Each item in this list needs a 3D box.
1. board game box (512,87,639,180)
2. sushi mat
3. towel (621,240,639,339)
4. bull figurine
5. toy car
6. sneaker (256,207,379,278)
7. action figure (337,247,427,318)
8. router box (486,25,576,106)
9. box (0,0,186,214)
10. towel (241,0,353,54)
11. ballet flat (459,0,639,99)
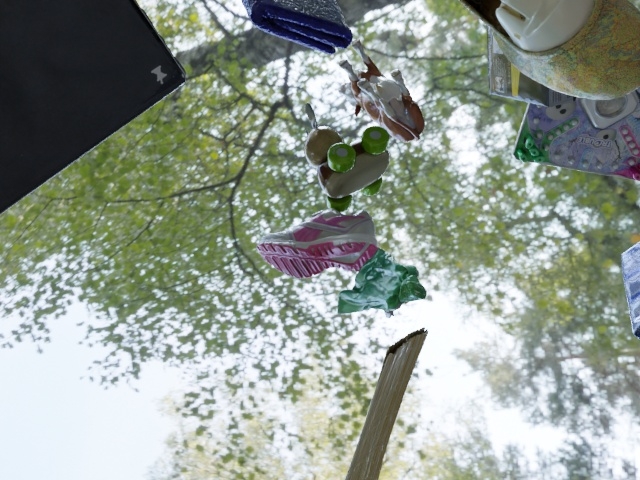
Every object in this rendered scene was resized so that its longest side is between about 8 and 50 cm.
[{"bbox_3d":[0.733,-0.346,1.670,0.390,0.389,0.050,9,-151,-2],"label":"board game box"},{"bbox_3d":[0.103,0.296,1.103,0.151,0.019,0.316,-15,-54,-56],"label":"sushi mat"},{"bbox_3d":[0.561,0.004,0.974,0.034,0.285,0.209,30,-138,-9],"label":"towel"},{"bbox_3d":[0.123,-0.327,1.467,0.101,0.310,0.188,-41,-46,-1],"label":"bull figurine"},{"bbox_3d":[0.029,-0.180,1.289,0.149,0.155,0.188,-30,-118,-19],"label":"toy car"},{"bbox_3d":[0.000,0.000,1.288,0.103,0.253,0.111,68,-154,-45],"label":"sneaker"},{"bbox_3d":[0.108,0.075,1.054,0.064,0.232,0.137,31,-98,-13],"label":"action figure"},{"bbox_3d":[0.489,-0.486,1.554,0.081,0.243,0.308,-15,-66,-15],"label":"router box"},{"bbox_3d":[-0.568,-0.258,1.220,0.480,0.472,0.297,-41,-67,-17],"label":"box"},{"bbox_3d":[-0.081,-0.492,1.316,0.228,0.076,0.308,4,-134,-33],"label":"towel"},{"bbox_3d":[0.220,-0.277,0.738,0.123,0.123,0.348,6,-141,-36],"label":"ballet flat"}]
